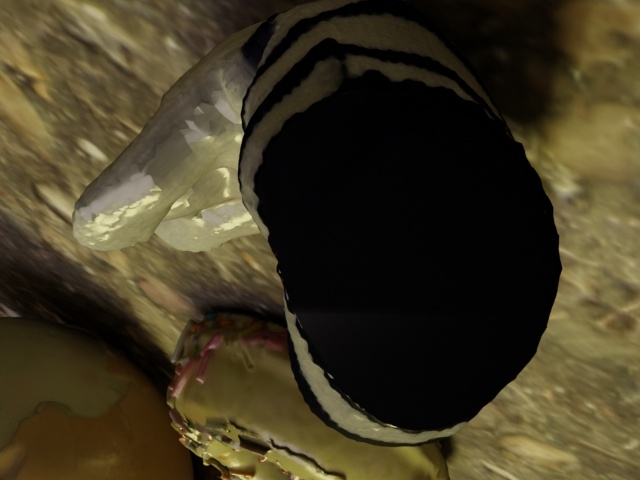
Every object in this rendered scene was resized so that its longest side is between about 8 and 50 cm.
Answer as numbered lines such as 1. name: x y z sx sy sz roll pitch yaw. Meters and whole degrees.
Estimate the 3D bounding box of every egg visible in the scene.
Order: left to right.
1. egg: -0.184 0.156 0.989 0.201 0.201 0.244 11 153 41

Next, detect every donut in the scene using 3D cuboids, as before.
1. donut: -0.011 0.110 0.842 0.175 0.068 0.174 26 157 12

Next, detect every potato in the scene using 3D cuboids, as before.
1. potato: -0.067 0.158 1.054 0.083 0.040 0.051 -2 136 52

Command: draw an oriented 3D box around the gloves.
1. gloves: 0.006 -0.014 0.511 0.140 0.131 0.218 35 -171 -13
